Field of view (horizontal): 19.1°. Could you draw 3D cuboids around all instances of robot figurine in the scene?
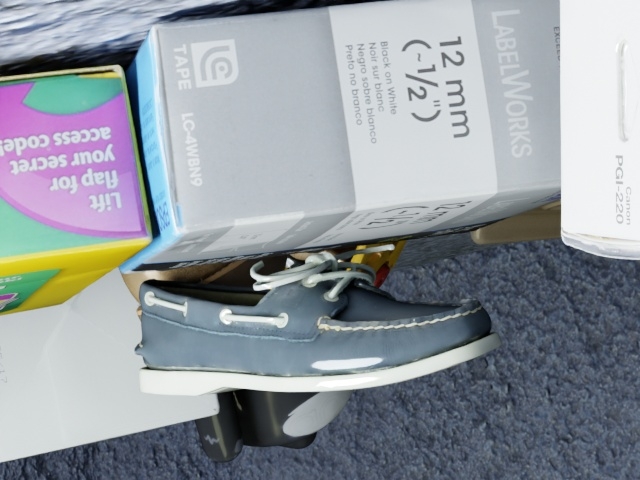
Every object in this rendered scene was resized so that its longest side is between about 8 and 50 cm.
[{"bbox_3d":[-0.059,0.073,1.704,0.173,0.209,0.278,-22,142,-10],"label":"robot figurine"}]

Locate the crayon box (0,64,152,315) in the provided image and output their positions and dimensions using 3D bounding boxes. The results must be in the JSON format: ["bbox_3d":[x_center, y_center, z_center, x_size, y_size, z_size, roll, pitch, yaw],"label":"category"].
[{"bbox_3d":[-0.303,0.000,1.056,0.362,0.106,0.313,-9,174,-17],"label":"crayon box"}]

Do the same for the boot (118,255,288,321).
[{"bbox_3d":[-0.042,-0.044,1.339,0.112,0.115,0.305,-24,-173,37],"label":"boot"}]

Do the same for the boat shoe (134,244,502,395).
[{"bbox_3d":[-0.009,0.047,1.133,0.254,0.079,0.095,-6,-179,42],"label":"boat shoe"}]

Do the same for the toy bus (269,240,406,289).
[{"bbox_3d":[0.001,-0.007,1.508,0.191,0.202,0.104,9,123,-26],"label":"toy bus"}]

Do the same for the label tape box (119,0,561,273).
[{"bbox_3d":[0.063,-0.061,1.071,0.347,0.115,0.249,-5,175,-13],"label":"label tape box"}]

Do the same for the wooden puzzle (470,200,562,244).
[{"bbox_3d":[0.354,-0.085,1.925,0.347,0.081,0.322,-19,173,29],"label":"wooden puzzle"}]

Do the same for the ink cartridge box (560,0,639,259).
[{"bbox_3d":[0.230,-0.076,0.937,0.217,0.159,0.092,-4,-174,-25],"label":"ink cartridge box"}]

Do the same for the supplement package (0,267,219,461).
[{"bbox_3d":[-0.226,0.068,1.505,0.198,0.199,0.262,-10,176,-21],"label":"supplement package"}]
